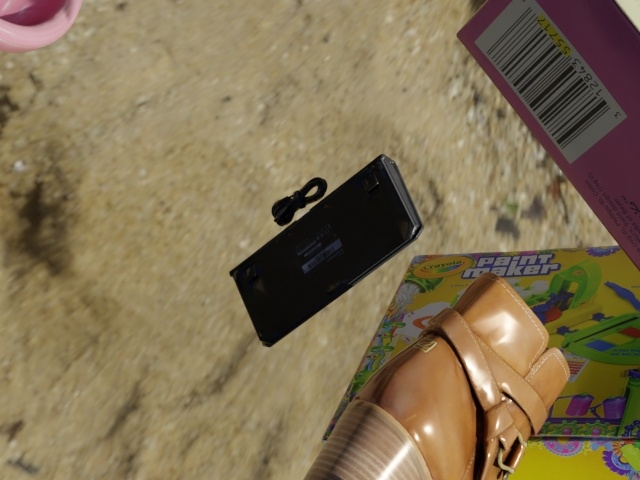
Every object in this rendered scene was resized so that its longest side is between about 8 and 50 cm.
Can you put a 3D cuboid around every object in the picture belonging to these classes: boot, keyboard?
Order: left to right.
[{"bbox_3d":[0.000,0.000,1.369,0.180,0.023,0.108,-37,63,25],"label":"keyboard"},{"bbox_3d":[0.107,0.177,1.233,0.220,0.109,0.283,-50,129,-22],"label":"boot"}]

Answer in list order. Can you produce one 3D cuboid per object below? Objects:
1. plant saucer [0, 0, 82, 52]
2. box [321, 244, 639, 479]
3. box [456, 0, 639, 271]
[{"bbox_3d":[-0.340,-0.322,1.506,0.084,0.332,0.332,-18,100,23],"label":"plant saucer"},{"bbox_3d":[0.196,0.151,1.454,0.290,0.279,0.177,-3,123,25],"label":"box"},{"bbox_3d":[0.238,-0.104,0.882,0.243,0.117,0.213,-35,85,-29],"label":"box"}]
